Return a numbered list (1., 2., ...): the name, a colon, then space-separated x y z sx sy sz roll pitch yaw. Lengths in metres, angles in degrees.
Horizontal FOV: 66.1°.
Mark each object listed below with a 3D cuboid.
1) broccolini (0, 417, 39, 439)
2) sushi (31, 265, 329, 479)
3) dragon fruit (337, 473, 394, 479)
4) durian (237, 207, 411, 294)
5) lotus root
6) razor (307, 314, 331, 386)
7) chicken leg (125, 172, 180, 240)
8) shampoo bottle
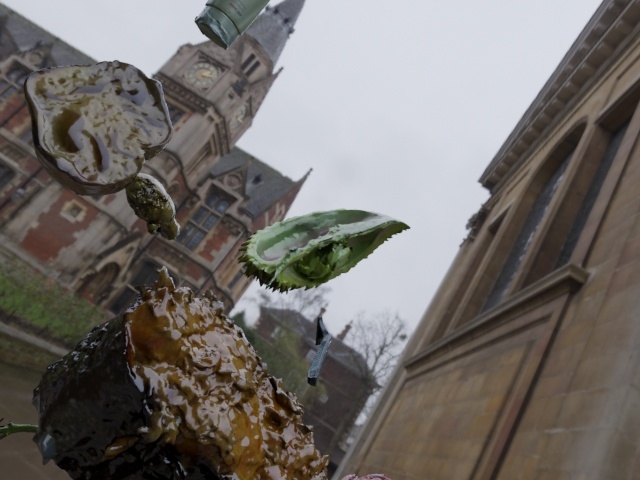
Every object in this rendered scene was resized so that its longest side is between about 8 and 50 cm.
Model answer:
1. broccolini: -0.746 0.464 1.133 0.271 0.123 0.062 -3 -64 -1
2. sushi: -0.143 0.227 0.556 0.207 0.234 0.349 -31 -68 20
3. dragon fruit: 0.102 0.692 1.146 0.342 0.278 0.277 -17 -51 35
4. durian: -0.007 0.004 0.973 0.169 0.355 0.158 -36 -102 56
5. lotus root: -0.342 -0.150 0.767 0.180 0.188 0.199 -37 -111 57
6. razor: 0.000 0.205 0.898 0.033 0.066 0.190 6 16 4
7. chicken leg: -0.368 -0.060 1.113 0.103 0.088 0.228 42 -22 32
8. shampoo bottle: -0.099 -0.384 0.728 0.072 0.212 0.049 36 -4 -19
